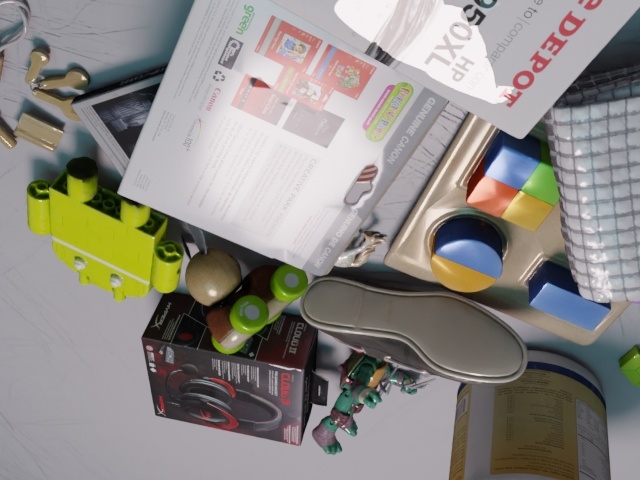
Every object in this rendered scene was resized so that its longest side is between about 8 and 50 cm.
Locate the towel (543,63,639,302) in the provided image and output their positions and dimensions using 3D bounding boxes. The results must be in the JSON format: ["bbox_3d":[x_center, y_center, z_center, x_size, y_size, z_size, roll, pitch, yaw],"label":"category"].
[{"bbox_3d":[0.389,-0.076,0.799,0.284,0.121,0.234,-11,109,10],"label":"towel"}]

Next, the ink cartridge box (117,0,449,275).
[{"bbox_3d":[-0.044,-0.139,0.871,0.272,0.130,0.309,25,129,-13],"label":"ink cartridge box"}]

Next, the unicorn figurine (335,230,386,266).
[{"bbox_3d":[0.000,0.000,1.068,0.162,0.060,0.111,29,133,-11],"label":"unicorn figurine"}]

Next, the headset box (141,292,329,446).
[{"bbox_3d":[-0.129,0.217,1.275,0.293,0.110,0.218,11,134,7],"label":"headset box"}]

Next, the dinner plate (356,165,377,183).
[{"bbox_3d":[0.040,-0.131,0.963,0.141,0.017,0.141,9,135,9],"label":"dinner plate"}]

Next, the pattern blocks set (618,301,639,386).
[{"bbox_3d":[0.561,0.149,1.069,0.325,0.026,0.285,39,131,-21],"label":"pattern blocks set"}]

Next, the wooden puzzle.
[{"bbox_3d":[0.283,-0.003,0.969,0.322,0.080,0.347,22,135,-5],"label":"wooden puzzle"}]

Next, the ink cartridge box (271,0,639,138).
[{"bbox_3d":[0.100,-0.313,0.669,0.395,0.166,0.285,27,134,-10],"label":"ink cartridge box"}]

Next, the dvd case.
[{"bbox_3d":[-0.178,-0.142,1.003,0.239,0.029,0.179,-12,129,23],"label":"dvd case"}]

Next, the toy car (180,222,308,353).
[{"bbox_3d":[-0.136,0.050,1.125,0.188,0.149,0.155,50,152,3],"label":"toy car"}]

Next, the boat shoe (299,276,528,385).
[{"bbox_3d":[0.132,0.127,1.097,0.335,0.112,0.095,15,165,23],"label":"boat shoe"}]

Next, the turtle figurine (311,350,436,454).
[{"bbox_3d":[0.081,0.232,1.229,0.118,0.175,0.234,50,120,28],"label":"turtle figurine"}]

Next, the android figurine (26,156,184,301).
[{"bbox_3d":[-0.317,-0.002,1.139,0.248,0.056,0.272,26,140,1],"label":"android figurine"}]

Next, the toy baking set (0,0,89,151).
[{"bbox_3d":[-0.415,-0.222,1.004,0.197,0.030,0.256,-23,130,25],"label":"toy baking set"}]

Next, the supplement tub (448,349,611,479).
[{"bbox_3d":[0.303,0.344,1.124,0.229,0.316,0.228,9,134,9],"label":"supplement tub"}]
